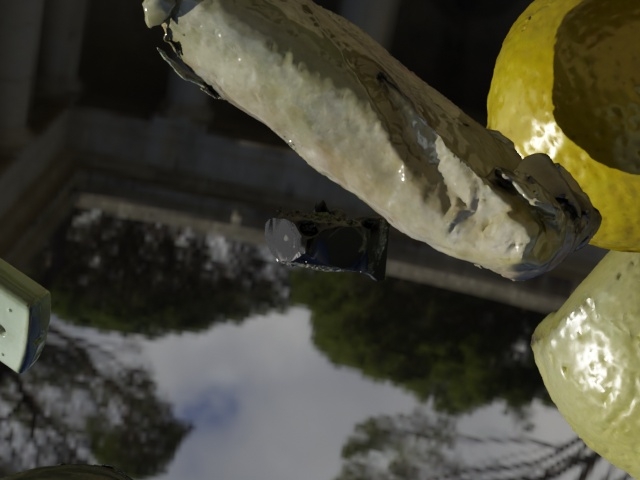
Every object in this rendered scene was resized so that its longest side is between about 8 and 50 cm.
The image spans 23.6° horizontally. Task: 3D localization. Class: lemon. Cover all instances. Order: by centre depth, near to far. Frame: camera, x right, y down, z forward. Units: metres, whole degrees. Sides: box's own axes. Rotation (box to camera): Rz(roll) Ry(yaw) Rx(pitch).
[{"bbox_3d":[0.271,-0.112,1.243,0.267,0.267,0.267,9,-156,-4],"label":"lemon"}]

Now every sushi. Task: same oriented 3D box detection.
[{"bbox_3d":[0.000,0.000,1.288,0.083,0.056,0.084,-4,-166,-34],"label":"sushi"}]

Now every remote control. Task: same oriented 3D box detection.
[{"bbox_3d":[-0.340,0.024,1.366,0.233,0.098,0.038,33,-135,14],"label":"remote control"}]

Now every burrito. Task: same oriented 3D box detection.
[{"bbox_3d":[0.041,-0.082,1.095,0.347,0.107,0.175,32,-174,6],"label":"burrito"}]

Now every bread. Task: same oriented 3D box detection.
[{"bbox_3d":[0.375,0.101,1.585,0.237,0.320,0.320,42,-151,5],"label":"bread"}]

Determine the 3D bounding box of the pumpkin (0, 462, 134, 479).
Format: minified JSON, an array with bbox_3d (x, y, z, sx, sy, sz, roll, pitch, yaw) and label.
[{"bbox_3d":[-0.209,0.277,1.004,0.291,0.257,0.327,-14,176,-10],"label":"pumpkin"}]
